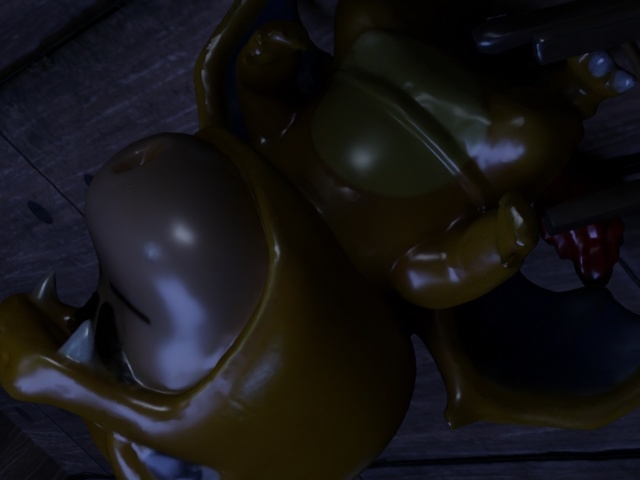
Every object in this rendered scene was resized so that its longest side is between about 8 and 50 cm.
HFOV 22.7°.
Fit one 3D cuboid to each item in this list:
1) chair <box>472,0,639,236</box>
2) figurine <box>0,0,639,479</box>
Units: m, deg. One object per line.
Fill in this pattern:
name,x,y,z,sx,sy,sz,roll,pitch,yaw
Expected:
chair,0.243,-0.130,0.776,0.160,0.319,0.186,78,179,-50
figurine,0.026,0.022,1.006,0.401,0.387,0.268,40,178,4
